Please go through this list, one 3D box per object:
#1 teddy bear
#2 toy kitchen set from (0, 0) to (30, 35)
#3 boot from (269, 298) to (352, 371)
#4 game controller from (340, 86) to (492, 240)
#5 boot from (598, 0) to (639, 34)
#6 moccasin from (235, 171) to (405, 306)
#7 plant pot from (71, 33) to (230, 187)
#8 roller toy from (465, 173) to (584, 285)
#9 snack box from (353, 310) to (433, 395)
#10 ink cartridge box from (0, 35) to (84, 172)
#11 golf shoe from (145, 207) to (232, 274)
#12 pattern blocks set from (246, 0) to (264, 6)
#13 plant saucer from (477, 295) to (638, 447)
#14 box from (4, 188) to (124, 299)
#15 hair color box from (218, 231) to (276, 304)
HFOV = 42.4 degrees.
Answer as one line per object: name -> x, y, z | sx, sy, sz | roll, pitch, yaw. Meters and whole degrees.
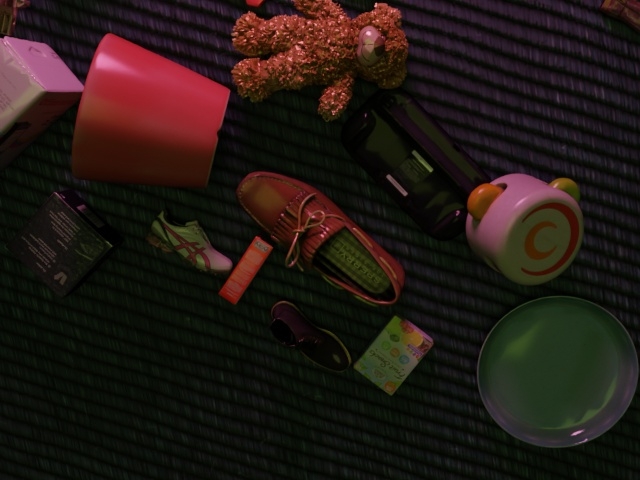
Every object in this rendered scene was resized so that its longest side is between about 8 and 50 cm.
teddy bear -> -0.005, -0.354, 1.541 | 0.338, 0.113, 0.245 | 14, 80, 7
toy kitchen set -> -0.605, -0.435, 1.597 | 0.068, 0.083, 0.075 | 15, 100, 2
boot -> -0.026, 0.209, 1.643 | 0.198, 0.137, 0.077 | 37, 100, -4
game controller -> 0.190, -0.148, 1.615 | 0.319, 0.067, 0.166 | 46, 114, -4
boot -> 0.596, -0.448, 1.541 | 0.114, 0.037, 0.106 | 29, 113, 2
moccasin -> -0.002, 0.002, 1.600 | 0.380, 0.147, 0.139 | 42, 100, -4
plant pot -> -0.308, -0.219, 1.538 | 0.243, 0.275, 0.274 | 14, 100, -8
roller toy -> 0.377, -0.023, 1.554 | 0.209, 0.146, 0.191 | -12, 114, -18
snack box -> 0.149, 0.231, 1.685 | 0.100, 0.037, 0.141 | 38, 100, -2
ink cartridge box -> -0.622, -0.230, 1.562 | 0.306, 0.226, 0.131 | -39, 96, 10
golf shoe -> -0.255, 0.005, 1.658 | 0.186, 0.067, 0.086 | 27, 99, -1
pattern blocks set -> -0.149, -0.639, 1.546 | 0.285, 0.026, 0.325 | -43, 94, 16
plant saucer -> 0.474, 0.262, 1.667 | 0.318, 0.043, 0.317 | 1, 100, 3
box -> -0.513, 0.005, 1.662 | 0.156, 0.093, 0.158 | 45, 98, -4
hair color box -> -0.145, 0.055, 1.657 | 0.043, 0.072, 0.141 | 34, 99, -2
